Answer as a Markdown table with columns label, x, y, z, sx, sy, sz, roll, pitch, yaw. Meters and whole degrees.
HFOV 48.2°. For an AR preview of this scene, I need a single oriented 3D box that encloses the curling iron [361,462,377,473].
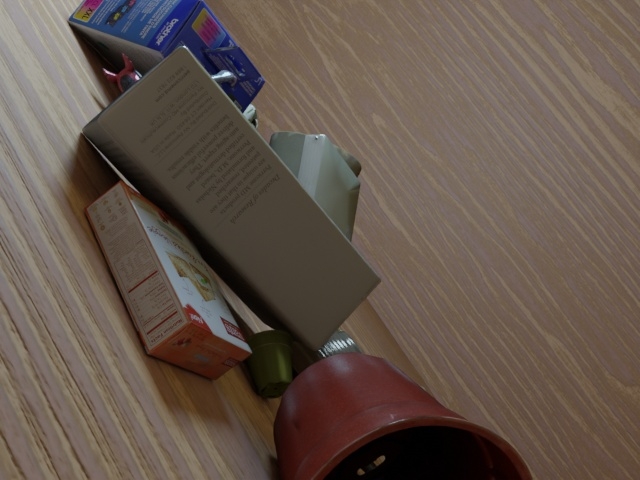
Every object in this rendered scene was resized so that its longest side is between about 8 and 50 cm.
| label | x | y | z | sx | sy | sz | roll | pitch | yaw |
| --- | --- | --- | --- | --- | --- | --- | --- | --- | --- |
| curling iron | 0.031 | 0.337 | 1.204 | 0.274 | 0.035 | 0.068 | 51 | 10 | -22 |

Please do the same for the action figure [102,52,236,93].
| label | x | y | z | sx | sy | sz | roll | pitch | yaw |
| --- | --- | --- | --- | --- | --- | --- | --- | --- | --- |
| action figure | -0.274 | -0.186 | 1.350 | 0.370 | 0.248 | 0.276 | 41 | 43 | -14 |

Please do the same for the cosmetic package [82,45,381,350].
| label | x | y | z | sx | sy | sz | roll | pitch | yaw |
| --- | --- | --- | --- | --- | --- | --- | --- | --- | --- |
| cosmetic package | -0.137 | -0.055 | 1.098 | 0.453 | 0.161 | 0.230 | 50 | -15 | -20 |

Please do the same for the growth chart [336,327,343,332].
| label | x | y | z | sx | sy | sz | roll | pitch | yaw |
| --- | --- | --- | --- | --- | --- | --- | --- | --- | --- |
| growth chart | 0.000 | 0.192 | 1.935 | 0.172 | 0.021 | 0.237 | 56 | 6 | 15 |

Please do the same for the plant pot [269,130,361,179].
| label | x | y | z | sx | sy | sz | roll | pitch | yaw |
| --- | --- | --- | --- | --- | --- | --- | --- | --- | --- |
| plant pot | -0.057 | -0.106 | 1.879 | 0.256 | 0.274 | 0.256 | 19 | -10 | 4 |

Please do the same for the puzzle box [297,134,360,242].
| label | x | y | z | sx | sy | sz | roll | pitch | yaw |
| --- | --- | --- | --- | --- | --- | --- | --- | --- | --- |
| puzzle box | 0.000 | 0.000 | 1.633 | 0.272 | 0.052 | 0.409 | 46 | 51 | -62 |

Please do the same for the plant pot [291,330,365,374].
| label | x | y | z | sx | sy | sz | roll | pitch | yaw |
| --- | --- | --- | --- | --- | --- | --- | --- | --- | --- |
| plant pot | 0.042 | 0.243 | 1.286 | 0.237 | 0.109 | 0.237 | 49 | -4 | 4 |

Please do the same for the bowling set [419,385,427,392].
| label | x | y | z | sx | sy | sz | roll | pitch | yaw |
| --- | --- | --- | --- | --- | --- | --- | --- | --- | --- |
| bowling set | 0.107 | 0.299 | 1.462 | 0.200 | 0.154 | 0.287 | 55 | 5 | 8 |

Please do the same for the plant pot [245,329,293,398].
| label | x | y | z | sx | sy | sz | roll | pitch | yaw |
| --- | --- | --- | --- | --- | --- | --- | --- | --- | --- |
| plant pot | -0.073 | 0.189 | 1.062 | 0.083 | 0.083 | 0.079 | 48 | 21 | -50 |

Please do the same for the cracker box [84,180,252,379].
| label | x | y | z | sx | sy | sz | roll | pitch | yaw |
| --- | --- | --- | --- | --- | --- | --- | --- | --- | --- |
| cracker box | -0.191 | 0.052 | 0.902 | 0.232 | 0.067 | 0.156 | 58 | 6 | 29 |

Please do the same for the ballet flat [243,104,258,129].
| label | x | y | z | sx | sy | sz | roll | pitch | yaw |
| --- | --- | --- | --- | --- | --- | --- | --- | --- | --- |
| ballet flat | -0.213 | -0.306 | 1.780 | 0.108 | 0.106 | 0.316 | 54 | 5 | -4 |

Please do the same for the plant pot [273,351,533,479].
| label | x | y | z | sx | sy | sz | roll | pitch | yaw |
| --- | --- | --- | --- | --- | --- | --- | --- | --- | --- |
| plant pot | 0.066 | 0.271 | 0.833 | 0.272 | 0.272 | 0.265 | 52 | -2 | -18 |

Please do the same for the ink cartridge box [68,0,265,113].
| label | x | y | z | sx | sy | sz | roll | pitch | yaw |
| --- | --- | --- | --- | --- | --- | --- | --- | --- | --- |
| ink cartridge box | -0.306 | -0.397 | 1.533 | 0.395 | 0.151 | 0.270 | 28 | -11 | 35 |
